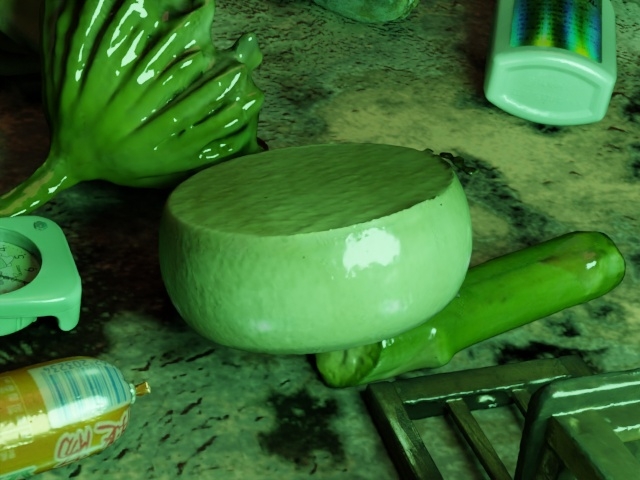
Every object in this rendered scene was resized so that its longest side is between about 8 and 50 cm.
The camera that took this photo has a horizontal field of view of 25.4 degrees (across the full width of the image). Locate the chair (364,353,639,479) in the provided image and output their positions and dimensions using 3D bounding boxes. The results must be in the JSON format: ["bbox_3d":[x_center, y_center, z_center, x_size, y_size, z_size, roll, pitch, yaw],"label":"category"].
[{"bbox_3d":[0.194,0.146,0.831,0.203,0.241,0.416,-8,42,-19],"label":"chair"}]

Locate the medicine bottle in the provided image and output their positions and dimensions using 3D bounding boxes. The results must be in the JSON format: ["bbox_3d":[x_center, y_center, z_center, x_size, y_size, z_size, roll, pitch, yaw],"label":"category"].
[{"bbox_3d":[0.230,-0.206,1.411,0.121,0.083,0.229,10,39,3],"label":"medicine bottle"}]

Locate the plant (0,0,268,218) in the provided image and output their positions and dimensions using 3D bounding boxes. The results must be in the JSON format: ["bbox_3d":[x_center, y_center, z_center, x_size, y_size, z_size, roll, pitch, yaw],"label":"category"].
[{"bbox_3d":[-0.196,-0.066,1.146,0.251,0.180,0.333,39,82,9],"label":"plant"}]

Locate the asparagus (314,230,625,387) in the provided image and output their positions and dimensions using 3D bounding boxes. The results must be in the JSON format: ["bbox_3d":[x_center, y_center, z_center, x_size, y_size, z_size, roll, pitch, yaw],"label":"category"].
[{"bbox_3d":[0.118,0.049,1.080,0.277,0.060,0.067,-19,45,-33],"label":"asparagus"}]

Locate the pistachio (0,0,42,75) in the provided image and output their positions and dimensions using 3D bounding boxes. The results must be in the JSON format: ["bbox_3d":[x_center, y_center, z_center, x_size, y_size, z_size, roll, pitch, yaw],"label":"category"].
[{"bbox_3d":[-0.237,-0.255,1.311,0.166,0.197,0.288,-15,32,45],"label":"pistachio"}]

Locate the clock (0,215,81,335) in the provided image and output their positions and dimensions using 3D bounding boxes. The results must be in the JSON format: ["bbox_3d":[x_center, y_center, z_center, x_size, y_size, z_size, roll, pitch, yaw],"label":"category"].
[{"bbox_3d":[-0.246,0.029,1.031,0.135,0.041,0.101,-7,42,-20],"label":"clock"}]

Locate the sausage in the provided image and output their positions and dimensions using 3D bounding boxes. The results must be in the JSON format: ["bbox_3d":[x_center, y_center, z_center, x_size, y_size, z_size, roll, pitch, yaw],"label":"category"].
[{"bbox_3d":[-0.215,0.123,0.897,0.234,0.071,0.071,-14,44,-28],"label":"sausage"}]

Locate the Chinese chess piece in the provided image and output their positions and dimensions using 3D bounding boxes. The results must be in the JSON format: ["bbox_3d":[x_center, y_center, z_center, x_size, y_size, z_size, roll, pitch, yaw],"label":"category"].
[{"bbox_3d":[0.000,0.000,1.031,0.237,0.092,0.238,-7,19,2],"label":"Chinese chess piece"}]

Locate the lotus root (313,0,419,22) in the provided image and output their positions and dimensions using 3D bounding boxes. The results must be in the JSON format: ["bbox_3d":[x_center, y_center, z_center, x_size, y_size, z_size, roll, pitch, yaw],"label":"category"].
[{"bbox_3d":[0.032,-0.270,1.451,0.165,0.088,0.088,12,37,17],"label":"lotus root"}]
